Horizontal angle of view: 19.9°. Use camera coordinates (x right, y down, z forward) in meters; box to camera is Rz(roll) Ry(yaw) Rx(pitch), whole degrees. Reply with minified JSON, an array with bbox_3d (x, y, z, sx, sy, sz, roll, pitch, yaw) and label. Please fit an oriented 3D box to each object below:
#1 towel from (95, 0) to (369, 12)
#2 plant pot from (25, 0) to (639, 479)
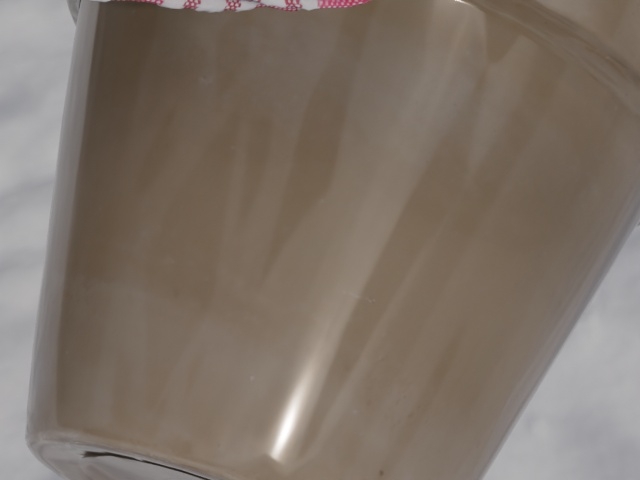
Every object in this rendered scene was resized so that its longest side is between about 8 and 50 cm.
[{"bbox_3d":[-0.054,-0.129,0.425,0.029,0.144,0.197,4,5,41],"label":"towel"},{"bbox_3d":[0.000,0.000,0.864,0.323,0.323,0.280,7,68,30],"label":"plant pot"}]
